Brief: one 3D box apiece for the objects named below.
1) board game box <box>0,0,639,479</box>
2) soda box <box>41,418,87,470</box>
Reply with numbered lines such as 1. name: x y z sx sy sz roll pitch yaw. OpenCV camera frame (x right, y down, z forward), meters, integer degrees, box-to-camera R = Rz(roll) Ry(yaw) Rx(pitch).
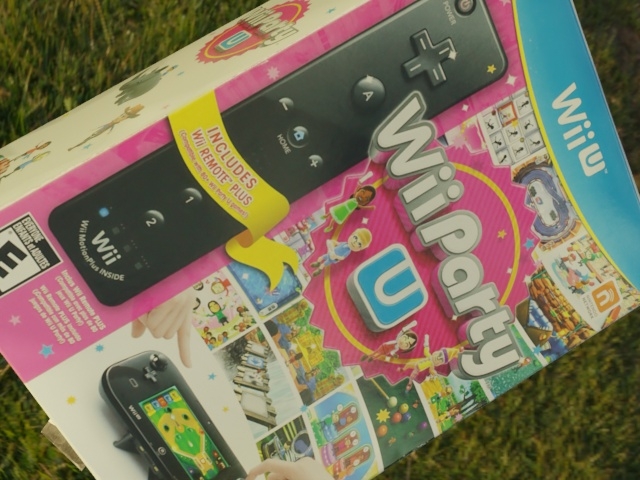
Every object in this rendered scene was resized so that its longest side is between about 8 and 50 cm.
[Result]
1. board game box: 0.000 0.000 0.473 0.303 0.097 0.224 -32 115 -7
2. soda box: -0.189 0.135 0.858 0.060 0.169 0.053 42 26 7
